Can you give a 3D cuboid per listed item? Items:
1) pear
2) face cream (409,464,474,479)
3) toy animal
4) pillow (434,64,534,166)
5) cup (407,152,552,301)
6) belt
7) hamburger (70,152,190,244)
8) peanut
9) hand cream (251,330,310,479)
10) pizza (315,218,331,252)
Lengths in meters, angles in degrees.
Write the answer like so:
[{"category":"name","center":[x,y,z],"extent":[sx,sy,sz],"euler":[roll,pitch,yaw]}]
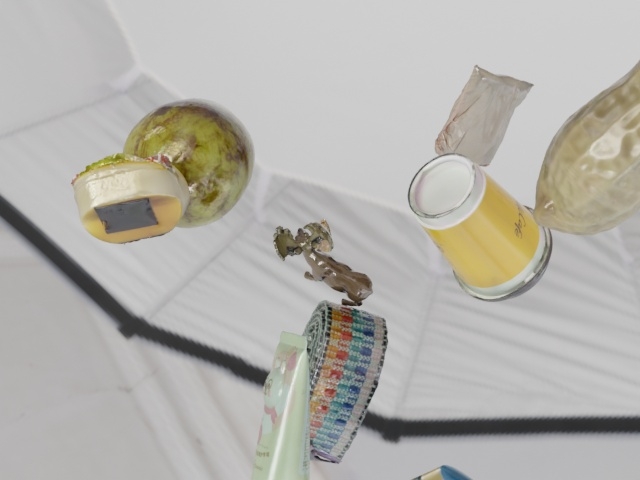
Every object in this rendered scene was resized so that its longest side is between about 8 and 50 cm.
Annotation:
[{"category":"pear","center":[-0.263,-0.162,2.267],"extent":[0.284,0.283,0.283],"euler":[37,-152,-23]},{"category":"face cream","center":[0.157,0.469,1.866],"extent":[0.139,0.285,0.067],"euler":[53,-147,-5]},{"category":"toy animal","center":[0.009,0.038,2.080],"extent":[0.214,0.093,0.186],"euler":[32,174,0]},{"category":"pillow","center":[0.363,-0.273,2.503],"extent":[0.173,0.270,0.067],"euler":[4,-134,-23]},{"category":"cup","center":[0.276,-0.025,1.964],"extent":[0.280,0.196,0.196],"euler":[43,-158,-42]},{"category":"belt","center":[0.008,0.259,2.141],"extent":[0.161,0.295,0.207],"euler":[18,-161,-12]},{"category":"hamburger","center":[-0.346,-0.080,2.053],"extent":[0.173,0.210,0.116],"euler":[68,-169,-48]},{"category":"peanut","center":[0.320,-0.110,1.084],"extent":[0.136,0.298,0.120],"euler":[16,-140,-45]},{"category":"hand cream","center":[-0.053,0.298,1.755],"extent":[0.093,0.305,0.147],"euler":[7,177,-16]},{"category":"pizza","center":[0.000,0.000,2.508],"extent":[0.078,0.025,0.083],"euler":[-49,-41,-49]}]
